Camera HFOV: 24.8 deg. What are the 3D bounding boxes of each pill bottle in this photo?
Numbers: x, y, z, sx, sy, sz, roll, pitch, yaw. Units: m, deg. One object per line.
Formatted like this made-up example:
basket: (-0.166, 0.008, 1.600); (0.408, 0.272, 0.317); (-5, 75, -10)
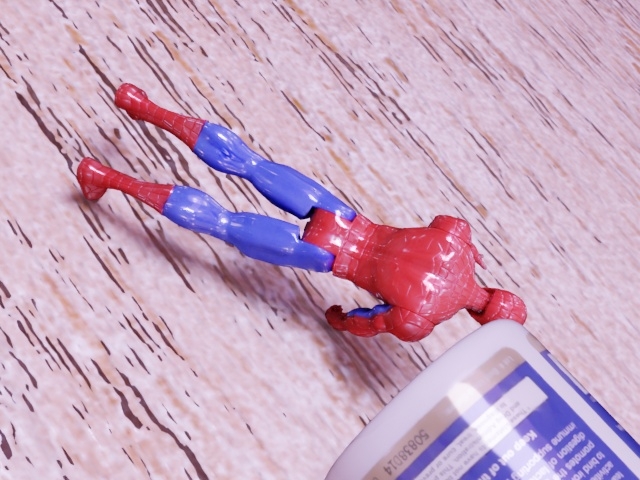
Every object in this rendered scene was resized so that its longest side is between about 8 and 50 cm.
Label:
pill bottle: (0.138, 0.183, 0.783); (0.265, 0.153, 0.153); (47, 41, 15)

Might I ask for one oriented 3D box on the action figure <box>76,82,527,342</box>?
action figure: (0.000, 0.000, 0.914); (0.280, 0.139, 0.091); (24, 82, 14)
